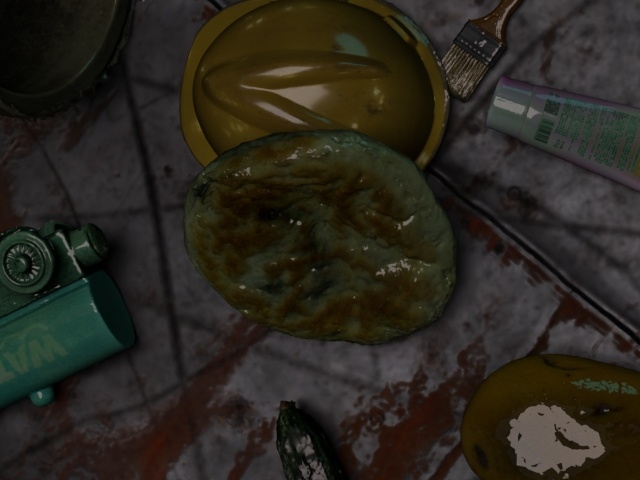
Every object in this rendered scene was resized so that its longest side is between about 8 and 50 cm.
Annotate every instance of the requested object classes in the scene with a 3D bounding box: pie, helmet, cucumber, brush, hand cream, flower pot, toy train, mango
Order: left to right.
[{"bbox_3d":[-0.332,-0.256,1.389,0.259,0.290,0.290,8,89,30],"label":"flower pot"},{"bbox_3d":[-0.287,0.081,1.426,0.248,0.101,0.159,-27,93,15],"label":"toy train"},{"bbox_3d":[-0.027,-0.125,1.327,0.257,0.140,0.205,10,92,17],"label":"helmet"},{"bbox_3d":[0.000,0.000,1.298,0.240,0.054,0.240,6,132,6],"label":"pie"},{"bbox_3d":[0.017,0.276,1.334,0.067,0.067,0.294,-17,80,15],"label":"cucumber"},{"bbox_3d":[0.158,-0.198,1.345,0.043,0.014,0.170,38,96,17],"label":"brush"},{"bbox_3d":[0.212,0.157,1.266,0.195,0.098,0.137,-10,80,11],"label":"mango"},{"bbox_3d":[0.227,-0.089,1.306,0.174,0.047,0.076,18,91,8],"label":"hand cream"}]
